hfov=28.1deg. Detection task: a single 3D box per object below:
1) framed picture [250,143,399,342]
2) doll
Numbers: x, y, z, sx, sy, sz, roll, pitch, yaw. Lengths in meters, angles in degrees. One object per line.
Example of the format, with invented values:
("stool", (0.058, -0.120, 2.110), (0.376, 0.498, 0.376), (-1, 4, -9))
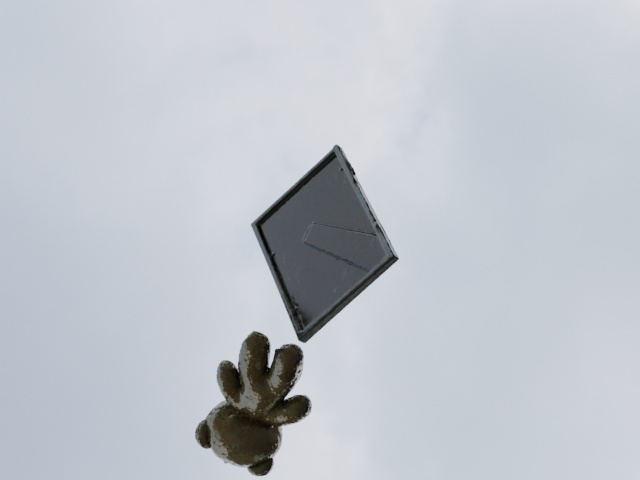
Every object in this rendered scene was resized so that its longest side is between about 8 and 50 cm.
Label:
("framed picture", (0.000, 0.000, 1.068), (0.011, 0.109, 0.149), (31, -156, -41))
("doll", (-0.038, 0.098, 0.758), (0.061, 0.093, 0.051), (24, -126, 3))
